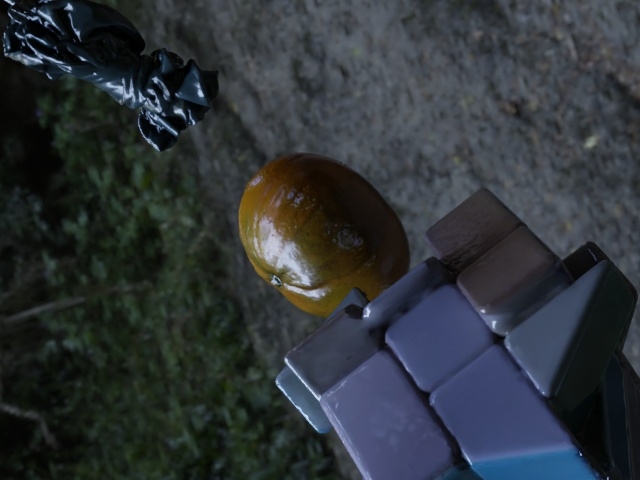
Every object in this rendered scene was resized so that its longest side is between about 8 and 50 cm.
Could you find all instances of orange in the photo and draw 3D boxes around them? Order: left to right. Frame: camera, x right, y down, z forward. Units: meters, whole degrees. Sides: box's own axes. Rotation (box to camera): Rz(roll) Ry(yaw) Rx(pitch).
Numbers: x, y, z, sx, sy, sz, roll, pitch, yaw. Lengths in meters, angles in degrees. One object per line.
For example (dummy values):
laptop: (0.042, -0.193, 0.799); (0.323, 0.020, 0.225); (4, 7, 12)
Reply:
orange: (0.000, 0.000, 1.686); (0.240, 0.171, 0.240); (35, 159, 16)

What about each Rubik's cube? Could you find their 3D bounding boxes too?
Rubik's cube: (0.177, 0.159, 1.355); (0.368, 0.358, 0.387); (57, -175, 40)

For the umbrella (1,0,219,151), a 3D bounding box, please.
umbrella: (-0.303, -0.247, 1.710); (0.349, 0.143, 0.094); (31, -163, -17)
